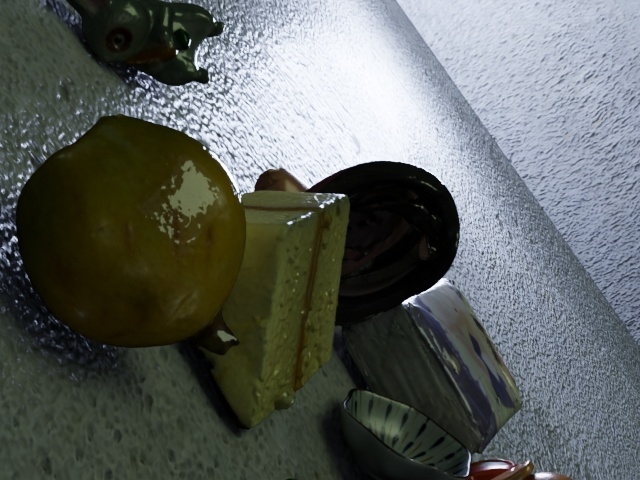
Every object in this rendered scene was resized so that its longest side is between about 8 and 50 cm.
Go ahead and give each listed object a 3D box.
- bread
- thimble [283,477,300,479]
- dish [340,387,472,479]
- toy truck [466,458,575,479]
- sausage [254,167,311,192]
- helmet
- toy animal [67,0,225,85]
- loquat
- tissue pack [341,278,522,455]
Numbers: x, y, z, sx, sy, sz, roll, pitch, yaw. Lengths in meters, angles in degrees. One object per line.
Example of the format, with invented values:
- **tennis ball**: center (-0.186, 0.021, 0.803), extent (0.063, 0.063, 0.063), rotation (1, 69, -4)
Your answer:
- **bread**: center (-0.091, 0.074, 1.432), extent (0.263, 0.198, 0.236), rotation (-29, 121, -70)
- **thimble**: center (-0.034, 0.294, 1.199), extent (0.118, 0.090, 0.130), rotation (51, 19, -13)
- **dish**: center (0.095, 0.263, 1.560), extent (0.190, 0.066, 0.191), rotation (27, 13, -7)
- **toy truck**: center (0.238, 0.358, 1.549), extent (0.189, 0.239, 0.265), rotation (58, 17, 3)
- **sausage**: center (0.005, 0.000, 1.770), extent (0.289, 0.086, 0.086), rotation (44, 23, -39)
- **helmet**: center (0.057, -0.011, 1.651), extent (0.154, 0.253, 0.198), rotation (-78, 148, -66)
- **toy animal**: center (-0.240, -0.261, 1.576), extent (0.236, 0.138, 0.108), rotation (8, 90, -38)
- **loquat**: center (-0.161, 0.010, 1.158), extent (0.246, 0.213, 0.213), rotation (54, 19, -11)
- **tissue pack**: center (0.171, 0.188, 1.828), extent (0.242, 0.125, 0.343), rotation (59, 16, 7)
